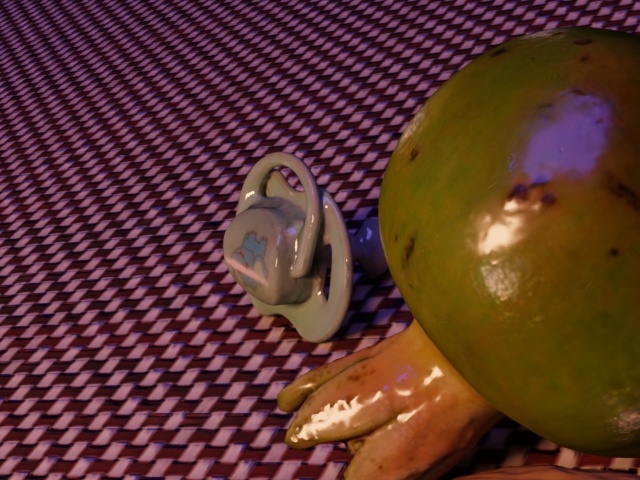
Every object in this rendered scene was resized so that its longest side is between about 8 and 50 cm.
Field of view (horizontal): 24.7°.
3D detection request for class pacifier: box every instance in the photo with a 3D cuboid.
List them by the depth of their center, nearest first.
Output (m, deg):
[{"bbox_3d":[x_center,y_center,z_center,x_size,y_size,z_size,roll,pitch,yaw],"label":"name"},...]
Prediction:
[{"bbox_3d":[0.000,0.000,1.003,0.117,0.126,0.150,-7,11,-29],"label":"pacifier"}]

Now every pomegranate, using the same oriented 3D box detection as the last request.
[{"bbox_3d":[0.110,0.030,0.758,0.302,0.236,0.236,-43,25,8],"label":"pomegranate"}]

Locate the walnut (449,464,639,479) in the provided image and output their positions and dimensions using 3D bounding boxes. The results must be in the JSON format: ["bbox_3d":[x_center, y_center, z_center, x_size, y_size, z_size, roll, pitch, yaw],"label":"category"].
[{"bbox_3d":[0.091,0.166,0.552,0.197,0.165,0.165,11,39,32],"label":"walnut"}]
